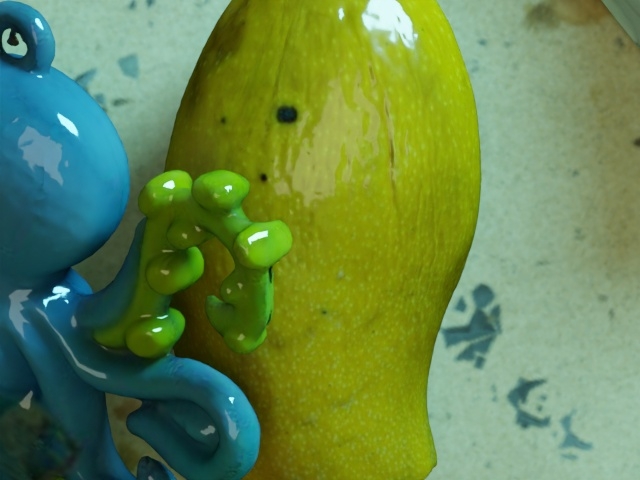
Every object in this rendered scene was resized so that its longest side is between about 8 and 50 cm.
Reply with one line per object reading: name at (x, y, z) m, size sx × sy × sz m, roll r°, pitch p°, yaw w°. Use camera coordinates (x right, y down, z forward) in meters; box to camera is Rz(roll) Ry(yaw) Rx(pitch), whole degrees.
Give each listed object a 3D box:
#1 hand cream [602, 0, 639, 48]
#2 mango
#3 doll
hand cream at (0.142, -0.259, 1.181) m, size 0.121 × 0.076 × 0.336 m, roll -41°, pitch 103°, yaw 11°
mango at (-0.004, 0.001, 1.173) m, size 0.187 × 0.144 × 0.359 m, roll 9°, pitch 101°, yaw 1°
doll at (-0.167, 0.021, 1.166) m, size 0.346 × 0.099 × 0.341 m, roll 18°, pitch 123°, yaw 24°
